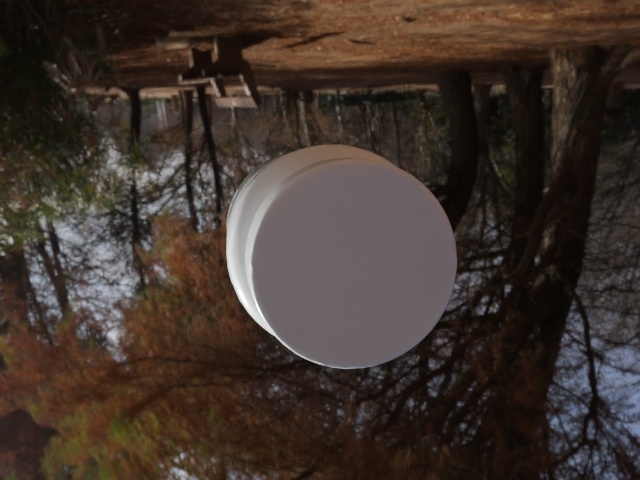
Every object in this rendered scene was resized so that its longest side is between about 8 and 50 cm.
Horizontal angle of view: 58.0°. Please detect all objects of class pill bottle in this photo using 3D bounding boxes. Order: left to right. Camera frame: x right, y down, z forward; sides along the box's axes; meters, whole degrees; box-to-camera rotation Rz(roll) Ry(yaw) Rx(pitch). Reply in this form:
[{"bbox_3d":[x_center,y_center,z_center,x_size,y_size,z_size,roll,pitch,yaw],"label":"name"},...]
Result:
[{"bbox_3d":[0.000,0.000,0.631,0.204,0.204,0.361,-7,-171,-9],"label":"pill bottle"}]
